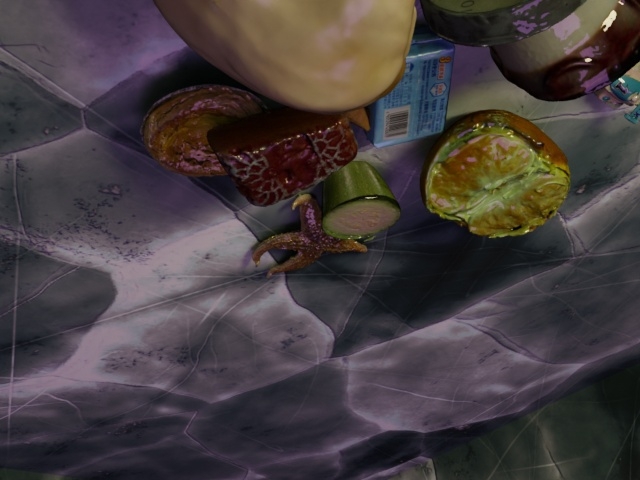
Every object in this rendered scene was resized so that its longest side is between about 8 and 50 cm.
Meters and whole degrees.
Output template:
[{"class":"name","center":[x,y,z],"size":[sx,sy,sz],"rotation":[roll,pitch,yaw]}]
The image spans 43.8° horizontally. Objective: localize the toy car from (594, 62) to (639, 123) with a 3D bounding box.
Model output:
[{"class":"toy car","center":[0.592,-0.307,1.550],"size":[0.161,0.098,0.126],"rotation":[13,136,-37]}]

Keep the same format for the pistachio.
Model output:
[{"class":"pistachio","center":[-0.041,-0.341,1.104],"size":[0.365,0.281,0.445],"rotation":[-15,145,40]}]

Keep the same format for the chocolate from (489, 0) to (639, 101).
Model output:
[{"class":"chocolate","center":[0.372,-0.376,1.242],"size":[0.284,0.283,0.186],"rotation":[-27,135,18]}]

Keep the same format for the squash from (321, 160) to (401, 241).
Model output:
[{"class":"squash","center":[0.075,-0.082,1.672],"size":[0.170,0.122,0.170],"rotation":[-10,146,-7]}]

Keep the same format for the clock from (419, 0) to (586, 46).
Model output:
[{"class":"clock","center":[0.270,-0.400,1.150],"size":[0.281,0.280,0.055],"rotation":[-23,138,14]}]

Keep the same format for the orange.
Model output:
[{"class":"orange","center":[0.343,-0.139,1.622],"size":[0.335,0.196,0.262],"rotation":[14,123,-41]}]

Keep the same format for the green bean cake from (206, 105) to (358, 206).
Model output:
[{"class":"green bean cake","center":[-0.057,-0.162,1.382],"size":[0.233,0.097,0.198],"rotation":[-26,148,0]}]

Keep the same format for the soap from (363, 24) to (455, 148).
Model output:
[{"class":"soap","center":[0.159,-0.277,1.460],"size":[0.156,0.077,0.293],"rotation":[-11,147,-6]}]

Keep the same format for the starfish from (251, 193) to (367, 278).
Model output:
[{"class":"starfish","center":[0.001,0.003,1.827],"size":[0.302,0.060,0.299],"rotation":[-2,142,-18]}]

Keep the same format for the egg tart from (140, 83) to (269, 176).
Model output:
[{"class":"egg tart","center":[-0.203,-0.206,1.422],"size":[0.234,0.094,0.234],"rotation":[-9,149,-6]}]

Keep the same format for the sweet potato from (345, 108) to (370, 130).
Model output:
[{"class":"sweet potato","center":[0.022,-0.268,1.430],"size":[0.218,0.051,0.065],"rotation":[34,105,-31]}]
